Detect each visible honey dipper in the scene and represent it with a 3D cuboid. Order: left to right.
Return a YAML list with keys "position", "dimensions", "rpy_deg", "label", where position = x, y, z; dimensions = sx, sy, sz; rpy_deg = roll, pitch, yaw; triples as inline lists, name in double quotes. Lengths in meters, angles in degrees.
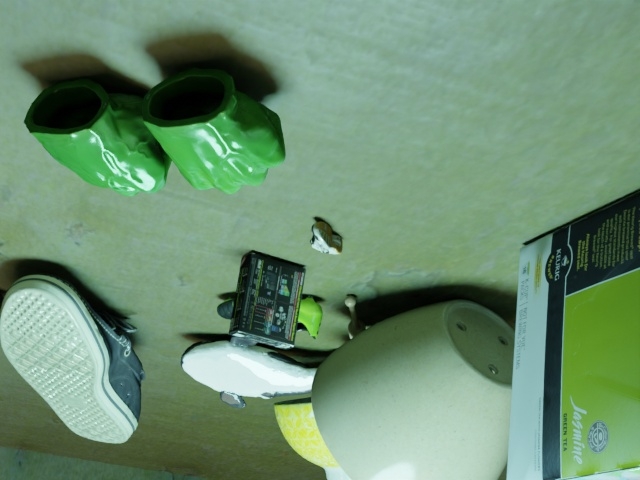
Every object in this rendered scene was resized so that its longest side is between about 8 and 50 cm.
- position: [0.054, 0.125, 1.867]
  dimensions: [0.030, 0.031, 0.161]
  rpy_deg: [3, 157, 9]
  label: "honey dipper"

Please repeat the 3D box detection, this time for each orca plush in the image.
- position: [-0.104, 0.215, 2.117]
  dimensions: [0.287, 0.102, 0.151]
  rpy_deg: [-6, 112, 6]
  label: "orca plush"

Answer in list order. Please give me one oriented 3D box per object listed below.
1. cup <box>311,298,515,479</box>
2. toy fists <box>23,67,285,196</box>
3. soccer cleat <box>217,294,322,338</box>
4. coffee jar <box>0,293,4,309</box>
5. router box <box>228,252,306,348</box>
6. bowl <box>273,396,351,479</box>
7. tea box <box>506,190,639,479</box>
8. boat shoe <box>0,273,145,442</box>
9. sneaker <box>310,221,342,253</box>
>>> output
- position: [0.185, 0.226, 1.766]
  dimensions: [0.331, 0.331, 0.237]
  rpy_deg: [19, 127, -28]
  label: "cup"
- position: [-0.171, -0.112, 1.239]
  dimensions: [0.279, 0.096, 0.142]
  rpy_deg: [-2, 147, 24]
  label: "toy fists"
- position: [-0.084, 0.125, 1.844]
  dimensions: [0.178, 0.072, 0.060]
  rpy_deg: [0, 158, 18]
  label: "soccer cleat"
- position: [-0.632, 0.112, 1.968]
  dimensions: [0.184, 0.079, 0.096]
  rpy_deg: [16, 157, -24]
  label: "coffee jar"
- position: [-0.076, 0.088, 1.680]
  dimensions: [0.092, 0.123, 0.038]
  rpy_deg: [18, 161, -24]
  label: "router box"
- position: [0.061, 0.370, 2.199]
  dimensions: [0.289, 0.156, 0.289]
  rpy_deg: [-7, 175, -1]
  label: "bowl"
- position: [0.406, 0.139, 1.381]
  dimensions: [0.219, 0.329, 0.323]
  rpy_deg: [16, 158, -22]
  label: "tea box"
- position: [-0.416, 0.185, 2.003]
  dimensions: [0.186, 0.156, 0.500]
  rpy_deg: [7, 148, 13]
  label: "boat shoe"
- position: [0.000, 0.000, 1.556]
  dimensions: [0.036, 0.032, 0.083]
  rpy_deg: [-2, 157, 22]
  label: "sneaker"
